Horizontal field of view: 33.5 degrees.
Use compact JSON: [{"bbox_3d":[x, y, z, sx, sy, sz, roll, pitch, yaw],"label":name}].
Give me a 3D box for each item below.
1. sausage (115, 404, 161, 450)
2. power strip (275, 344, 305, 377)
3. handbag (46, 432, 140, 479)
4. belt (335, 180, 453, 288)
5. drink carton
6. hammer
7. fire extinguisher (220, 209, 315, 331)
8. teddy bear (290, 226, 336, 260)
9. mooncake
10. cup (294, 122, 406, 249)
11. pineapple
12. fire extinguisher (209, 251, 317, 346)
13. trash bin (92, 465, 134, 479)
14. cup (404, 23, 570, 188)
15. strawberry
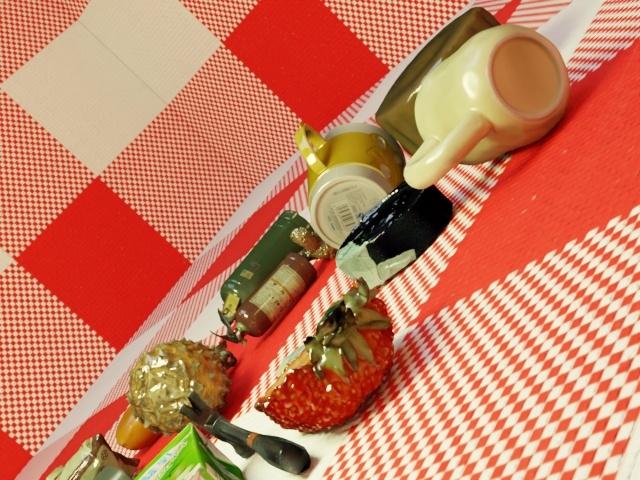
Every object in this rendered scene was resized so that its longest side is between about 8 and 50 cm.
[{"bbox_3d":[-0.313,0.317,2.109,0.238,0.098,0.098,-49,9,-1],"label":"sausage"},{"bbox_3d":[-0.036,0.183,1.653,0.090,0.016,0.040,-39,12,37],"label":"power strip"},{"bbox_3d":[-0.432,0.459,1.899,0.235,0.127,0.213,-49,-18,-14],"label":"handbag"},{"bbox_3d":[0.110,-0.009,1.625,0.198,0.078,0.151,-41,15,17],"label":"belt"},{"bbox_3d":[-0.174,0.343,1.322,0.161,0.108,0.271,-45,8,-5],"label":"drink carton"},{"bbox_3d":[-0.092,0.252,1.356,0.037,0.137,0.290,-57,21,-15],"label":"hammer"},{"bbox_3d":[-0.128,0.074,2.309,0.311,0.114,0.095,-50,-29,-27],"label":"fire extinguisher"},{"bbox_3d":[0.004,0.007,2.066,0.119,0.078,0.160,-33,-13,-2],"label":"teddy bear"},{"bbox_3d":[0.238,-0.270,1.905,0.290,0.161,0.290,-47,9,10],"label":"mooncake"},{"bbox_3d":[0.042,-0.109,1.896,0.185,0.241,0.226,-42,17,21],"label":"cup"},{"bbox_3d":[-0.220,0.242,1.872,0.175,0.175,0.361,-45,-7,10],"label":"pineapple"},{"bbox_3d":[-0.112,0.112,2.002,0.231,0.099,0.071,-45,19,-23],"label":"fire extinguisher"},{"bbox_3d":[-0.388,0.483,1.727,0.236,0.101,0.176,-47,7,-20],"label":"trash bin"},{"bbox_3d":[0.215,-0.196,1.539,0.255,0.173,0.202,-22,-2,-21],"label":"cup"},{"bbox_3d":[0.015,0.160,1.292,0.188,0.106,0.286,-48,-4,-35],"label":"strawberry"}]
